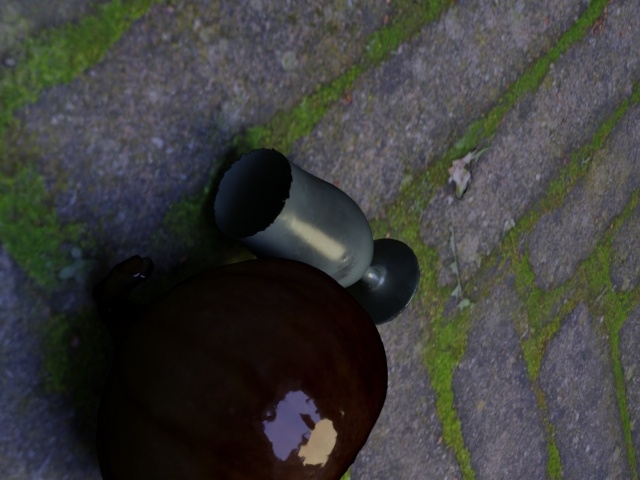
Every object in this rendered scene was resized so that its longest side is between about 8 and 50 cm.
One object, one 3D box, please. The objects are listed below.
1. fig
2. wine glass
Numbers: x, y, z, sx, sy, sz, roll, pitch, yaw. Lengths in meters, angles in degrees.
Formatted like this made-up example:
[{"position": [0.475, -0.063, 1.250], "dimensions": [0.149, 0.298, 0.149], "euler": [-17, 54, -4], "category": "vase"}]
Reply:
[{"position": [-0.060, 0.118, 0.638], "dimensions": [0.235, 0.215, 0.234], "euler": [-38, 136, -50], "category": "fig"}, {"position": [0.000, 0.000, 0.736], "dimensions": [0.202, 0.093, 0.092], "euler": [36, 76, -50], "category": "wine glass"}]
